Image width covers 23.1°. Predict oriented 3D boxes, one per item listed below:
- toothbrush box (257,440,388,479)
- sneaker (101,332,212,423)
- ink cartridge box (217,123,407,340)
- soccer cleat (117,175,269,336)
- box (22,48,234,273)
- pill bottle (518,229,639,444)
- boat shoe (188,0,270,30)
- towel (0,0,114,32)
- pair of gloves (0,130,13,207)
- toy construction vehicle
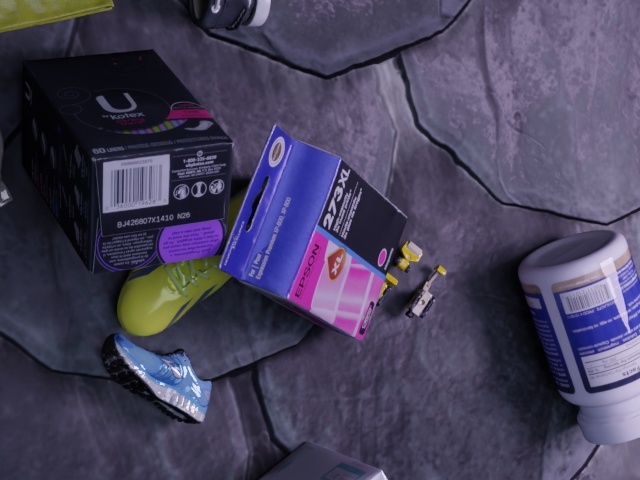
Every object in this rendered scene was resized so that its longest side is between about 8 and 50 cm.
[{"bbox_3d":[0.052,0.416,1.957,0.126,0.216,0.296,-37,106,-19],"label":"toothbrush box"},{"bbox_3d":[-0.199,0.158,1.921,0.162,0.063,0.073,40,62,-27],"label":"sneaker"},{"bbox_3d":[0.000,0.000,1.867,0.371,0.069,0.176,34,76,-65],"label":"ink cartridge box"},{"bbox_3d":[-0.125,0.013,1.901,0.289,0.121,0.093,-38,108,-18],"label":"soccer cleat"},{"bbox_3d":[-0.221,-0.097,1.753,0.165,0.270,0.143,-8,121,-25],"label":"box"},{"bbox_3d":[0.376,0.132,2.121,0.153,0.153,0.265,-25,103,-21],"label":"pill bottle"},{"bbox_3d":[-0.121,-0.405,1.882,0.091,0.114,0.303,-10,97,-29],"label":"boat shoe"},{"bbox_3d":[-0.363,-0.297,1.829,0.237,0.021,0.102,-15,100,-23],"label":"towel"},{"bbox_3d":[-0.482,-0.099,1.777,0.240,0.042,0.204,-21,98,-24],"label":"pair of gloves"},{"bbox_3d":[0.111,0.057,2.064,0.086,0.035,0.098,35,76,-11],"label":"toy construction vehicle"}]
